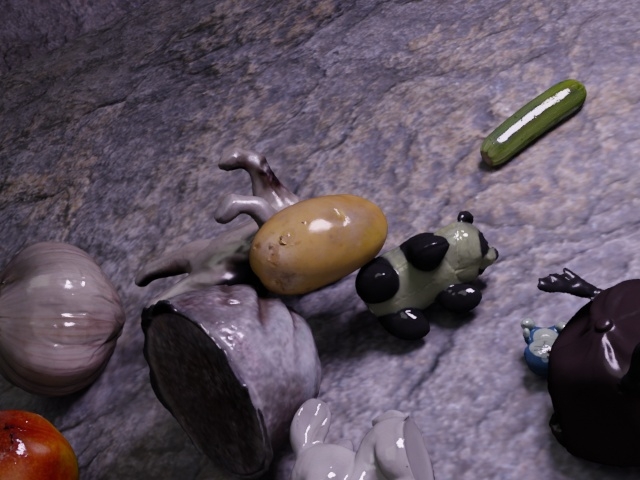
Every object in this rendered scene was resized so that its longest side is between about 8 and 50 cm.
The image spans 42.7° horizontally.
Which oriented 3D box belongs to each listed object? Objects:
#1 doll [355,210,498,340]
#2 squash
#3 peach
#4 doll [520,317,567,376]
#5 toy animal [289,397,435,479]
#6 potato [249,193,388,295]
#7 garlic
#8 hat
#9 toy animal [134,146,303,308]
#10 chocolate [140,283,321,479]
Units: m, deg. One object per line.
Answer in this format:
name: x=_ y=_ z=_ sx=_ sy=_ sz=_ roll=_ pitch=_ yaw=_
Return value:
doll: x=0.166 y=0.052 z=1.305 sx=0.234 sy=0.144 sz=0.135 roll=-30 pitch=22 yaw=12
squash: x=0.392 y=-0.220 z=1.509 sx=0.229 sy=0.066 sz=0.066 roll=-37 pitch=37 yaw=-3
peach: x=-0.513 y=0.394 z=1.342 sx=0.231 sy=0.231 sz=0.231 roll=-20 pitch=39 yaw=17
doll: x=0.322 y=0.153 z=1.155 sx=0.076 sy=0.050 sz=0.083 roll=0 pitch=43 yaw=11
toy animal: x=0.053 y=0.305 z=1.114 sx=0.193 sy=0.127 sz=0.179 roll=-15 pitch=38 yaw=24
potato: x=0.000 y=0.000 z=1.274 sx=0.233 sy=0.146 sz=0.150 roll=-28 pitch=56 yaw=-22
garlic: x=-0.514 y=0.151 z=1.591 sx=0.317 sy=0.259 sz=0.318 roll=-35 pitch=48 yaw=49
hat: x=0.419 y=0.117 z=0.995 sx=0.336 sy=0.209 sz=0.238 roll=-19 pitch=36 yaw=15
toy animal: x=-0.118 y=0.058 z=1.452 sx=0.344 sy=0.302 sz=0.194 roll=-51 pitch=29 yaw=16
chocolate: x=-0.110 y=0.184 z=1.261 sx=0.303 sy=0.303 sz=0.213 roll=13 pitch=34 yaw=44
